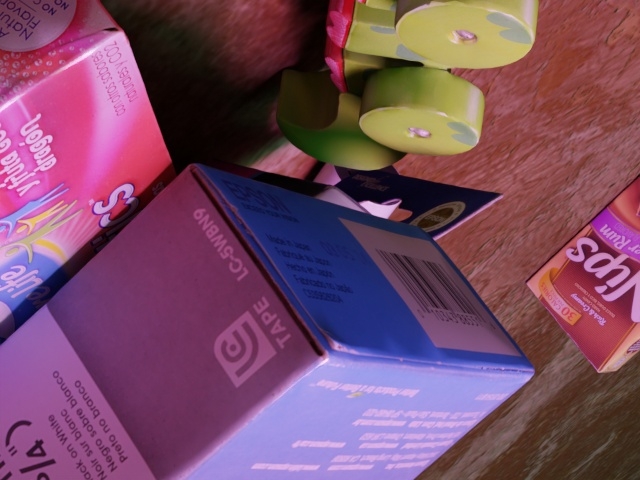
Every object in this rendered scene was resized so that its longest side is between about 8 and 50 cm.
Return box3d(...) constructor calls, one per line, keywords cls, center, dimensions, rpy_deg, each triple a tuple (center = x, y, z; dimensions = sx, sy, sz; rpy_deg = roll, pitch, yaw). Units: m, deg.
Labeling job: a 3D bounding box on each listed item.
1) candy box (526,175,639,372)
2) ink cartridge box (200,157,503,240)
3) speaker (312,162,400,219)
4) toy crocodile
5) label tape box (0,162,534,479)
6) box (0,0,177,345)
box3d(cls="candy box", center=(0.287, 0.018, 1.704), dimensions=(0.186, 0.109, 0.053), rpy_deg=(-46, 159, 20))
box3d(cls="ink cartridge box", center=(-0.098, 0.036, 1.028), dimensions=(0.371, 0.069, 0.176), rpy_deg=(-29, -163, -18))
box3d(cls="speaker", center=(0.000, 0.000, 1.260), dimensions=(0.055, 0.055, 0.136), rpy_deg=(-16, 151, -46))
box3d(cls="toy crocodile", center=(0.046, -0.128, 0.956), dimensions=(0.105, 0.115, 0.340), rpy_deg=(9, 162, -4))
box3d(cls="label tape box", center=(-0.090, 0.124, 0.864), dimensions=(0.334, 0.106, 0.241), rpy_deg=(-43, 159, 15))
box3d(cls="box", center=(-0.153, -0.035, 0.789), dimensions=(0.142, 0.154, 0.300), rpy_deg=(-34, 161, -9))
